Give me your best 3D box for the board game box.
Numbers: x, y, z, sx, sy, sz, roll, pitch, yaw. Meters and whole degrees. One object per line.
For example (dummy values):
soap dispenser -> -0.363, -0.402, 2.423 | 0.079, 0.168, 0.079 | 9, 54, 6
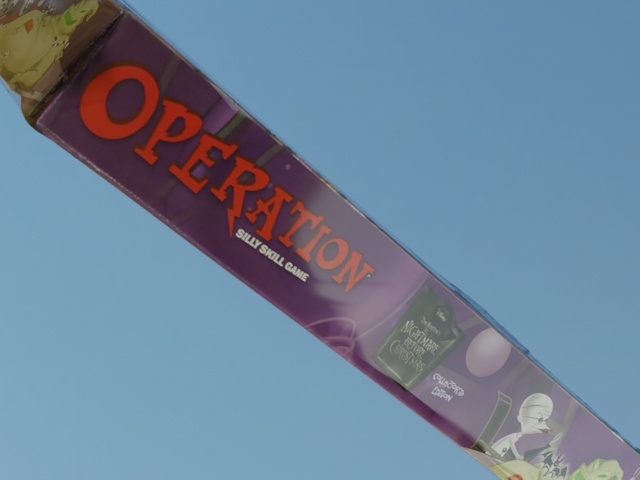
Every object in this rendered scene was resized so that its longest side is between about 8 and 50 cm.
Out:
board game box -> 0.000, 0.000, 0.572 | 0.056, 0.347, 0.208 | -51, -144, -1
